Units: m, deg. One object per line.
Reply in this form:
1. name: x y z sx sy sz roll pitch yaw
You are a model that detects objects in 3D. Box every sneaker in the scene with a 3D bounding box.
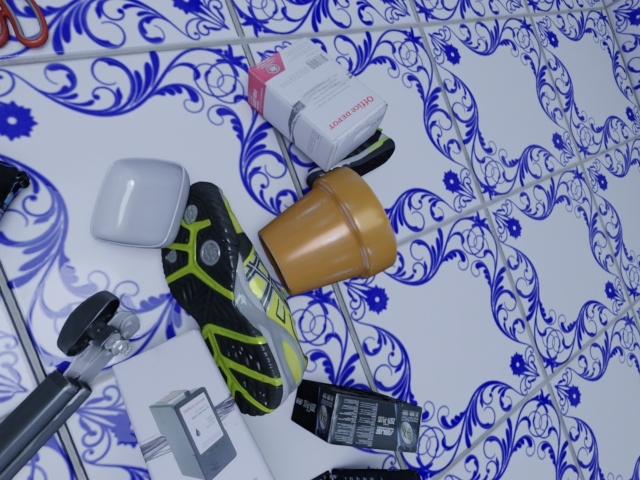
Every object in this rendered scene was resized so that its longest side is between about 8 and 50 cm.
1. sneaker: -0.142 0.085 0.672 0.147 0.145 0.384 -5 72 -65
2. sneaker: 0.051 -0.177 0.841 0.235 0.084 0.097 -29 72 -29

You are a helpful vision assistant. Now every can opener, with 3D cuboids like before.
1. can opener: -0.369 0.204 0.561 0.093 0.074 0.280 27 64 15

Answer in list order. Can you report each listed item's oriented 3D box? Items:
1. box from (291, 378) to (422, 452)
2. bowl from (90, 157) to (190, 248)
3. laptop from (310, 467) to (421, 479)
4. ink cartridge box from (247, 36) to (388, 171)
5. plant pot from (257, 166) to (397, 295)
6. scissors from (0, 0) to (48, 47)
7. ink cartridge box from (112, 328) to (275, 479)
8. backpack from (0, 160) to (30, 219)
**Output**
1. box: 0.062 0.310 0.714 0.180 0.147 0.077 19 73 -24
2. bowl: -0.272 -0.055 0.626 0.142 0.053 0.141 7 77 13
3. laptop: 0.055 0.537 0.680 0.137 0.265 0.234 -13 88 -65
4. ink cartridge box: -0.007 -0.260 0.762 0.218 0.092 0.159 42 63 11
5. plant pot: 0.000 0.000 0.716 0.188 0.205 0.205 -28 95 -13
6. scissors: -0.522 -0.419 0.599 0.109 0.021 0.296 -28 92 -20
7. ink cartridge box: -0.151 0.284 0.516 0.115 0.198 0.272 -22 58 -28
8. backpack: -0.476 -0.040 0.493 0.117 0.158 0.173 24 83 -14
